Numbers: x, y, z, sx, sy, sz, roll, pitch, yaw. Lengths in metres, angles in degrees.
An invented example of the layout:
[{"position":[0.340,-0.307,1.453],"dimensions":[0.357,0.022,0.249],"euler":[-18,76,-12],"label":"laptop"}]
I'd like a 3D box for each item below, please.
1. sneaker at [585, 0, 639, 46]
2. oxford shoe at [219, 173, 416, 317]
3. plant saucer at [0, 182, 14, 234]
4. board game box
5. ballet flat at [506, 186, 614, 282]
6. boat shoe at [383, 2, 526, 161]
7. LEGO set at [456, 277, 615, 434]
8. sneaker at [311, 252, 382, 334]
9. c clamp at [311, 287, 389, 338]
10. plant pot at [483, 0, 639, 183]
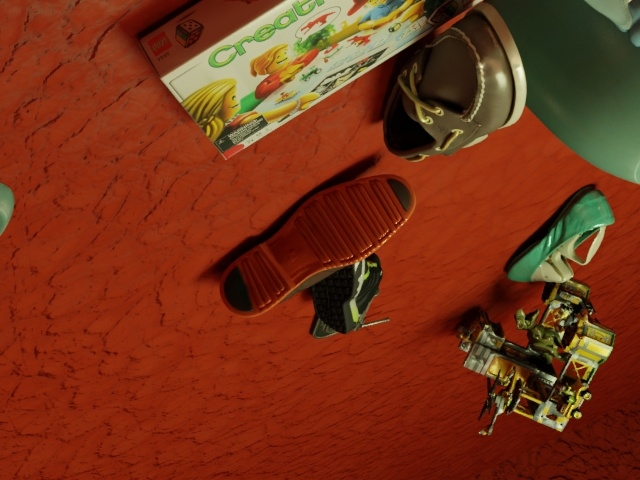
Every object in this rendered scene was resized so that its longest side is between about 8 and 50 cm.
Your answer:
[{"position":[0.373,-0.286,1.199],"dimensions":[0.319,0.208,0.127],"euler":[-40,177,-18],"label":"sneaker"},{"position":[0.000,0.000,1.568],"dimensions":[0.271,0.097,0.098],"euler":[-29,175,13],"label":"oxford shoe"},{"position":[-0.342,-0.012,1.192],"dimensions":[0.119,0.021,0.119],"euler":[-25,157,-12],"label":"plant saucer"},{"position":[0.001,-0.206,1.169],"dimensions":[0.305,0.053,0.193],"euler":[-32,157,3],"label":"board game box"},{"position":[0.390,0.017,2.051],"dimensions":[0.083,0.087,0.247],"euler":[-12,151,-38],"label":"ballet flat"},{"position":[0.130,-0.151,1.308],"dimensions":[0.096,0.117,0.324],"euler":[-21,175,-7],"label":"boat shoe"},{"position":[0.344,0.165,2.137],"dimensions":[0.331,0.192,0.255],"euler":[-81,-165,-65],"label":"LEGO set"},{"position":[0.038,0.040,1.719],"dimensions":[0.097,0.084,0.235],"euler":[-48,165,-22],"label":"sneaker"},{"position":[0.050,0.105,1.911],"dimensions":[0.137,0.022,0.161],"euler":[-19,156,-14],"label":"c clamp"},{"position":[0.352,-0.204,1.370],"dimensions":[0.293,0.235,0.293],"euler":[-25,157,-12],"label":"plant pot"}]
